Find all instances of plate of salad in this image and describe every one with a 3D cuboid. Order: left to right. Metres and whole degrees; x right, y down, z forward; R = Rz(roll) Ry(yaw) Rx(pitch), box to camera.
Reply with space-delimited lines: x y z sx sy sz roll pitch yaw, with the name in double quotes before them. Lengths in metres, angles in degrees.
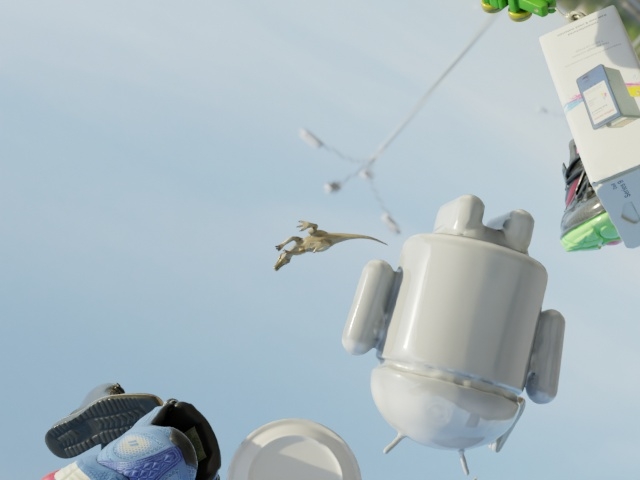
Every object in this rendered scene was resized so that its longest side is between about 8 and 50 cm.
"plate of salad" -0.039 0.361 1.741 0.200 0.200 0.048 47 159 17

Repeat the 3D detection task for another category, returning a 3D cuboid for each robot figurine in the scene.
"robot figurine" 0.182 0.123 1.556 0.300 0.353 0.200 16 171 -5

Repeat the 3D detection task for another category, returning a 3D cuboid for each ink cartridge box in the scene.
"ink cartridge box" 0.326 -0.120 1.278 0.154 0.093 0.212 44 -150 -50

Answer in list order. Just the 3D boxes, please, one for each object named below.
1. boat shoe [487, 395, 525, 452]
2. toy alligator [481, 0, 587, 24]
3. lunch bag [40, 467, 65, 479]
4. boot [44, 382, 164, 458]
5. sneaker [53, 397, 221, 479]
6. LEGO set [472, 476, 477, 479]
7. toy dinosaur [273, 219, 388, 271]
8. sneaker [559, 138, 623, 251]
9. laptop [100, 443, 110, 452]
"boat shoe" 0.271 0.275 1.936 0.096 0.098 0.277 26 167 21
"toy alligator" 0.242 -0.290 1.376 0.190 0.051 0.056 26 151 35
"lunch bag" -0.297 0.470 1.873 0.120 0.258 0.293 -105 5 -54
"boot" -0.294 0.236 1.719 0.077 0.198 0.137 67 -156 -16
"sneaker" -0.162 0.242 1.172 0.129 0.147 0.330 57 168 5
"LEGO set" 0.310 0.508 2.332 0.054 0.023 0.083 32 -138 -82
"toy dinosaur" 0.000 0.000 1.766 0.092 0.183 0.053 20 -122 -66
"sneaker" 0.525 -0.102 2.249 0.483 0.185 0.202 -53 -54 -77
"laptop" -0.288 0.470 2.245 0.234 0.264 0.136 12 -161 32
